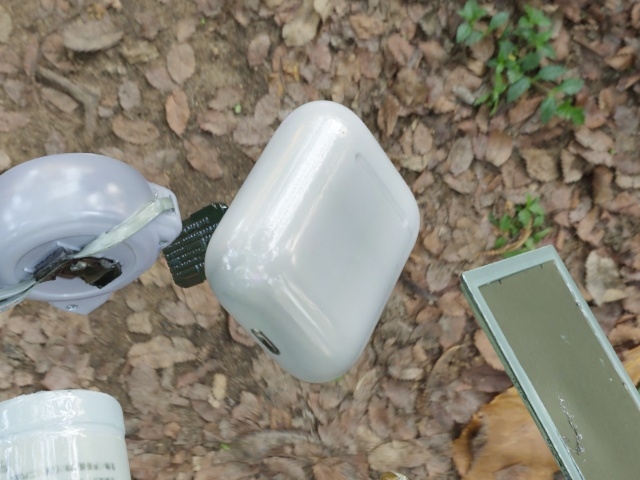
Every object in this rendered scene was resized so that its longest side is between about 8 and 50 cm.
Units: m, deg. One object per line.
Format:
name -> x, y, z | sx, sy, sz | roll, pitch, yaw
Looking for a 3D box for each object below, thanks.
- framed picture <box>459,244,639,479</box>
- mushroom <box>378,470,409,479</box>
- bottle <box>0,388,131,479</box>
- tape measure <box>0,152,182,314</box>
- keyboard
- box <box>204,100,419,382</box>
framed picture -> 0.227, 0.135, 0.799 | 0.016, 0.216, 0.273 | -34, 76, 32
mushroom -> 0.151, 0.467, 1.610 | 0.061, 0.187, 0.060 | -31, 117, -5
bottle -> -0.081, 0.159, 0.304 | 0.060, 0.060, 0.217 | -13, 64, -3
tape measure -> -0.245, 0.002, 0.897 | 0.196, 0.178, 0.105 | -36, 55, 35
keyboard -> -0.183, 0.011, 1.380 | 0.016, 0.262, 0.106 | -20, 91, -32
box -> -0.001, 0.000, 1.280 | 0.288, 0.141, 0.349 | 50, 53, -32
